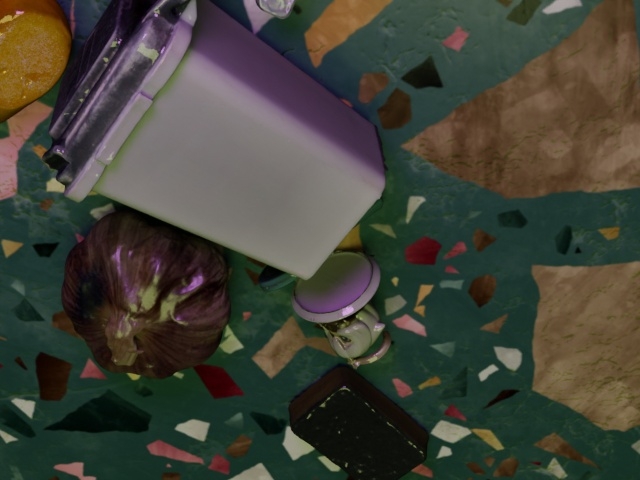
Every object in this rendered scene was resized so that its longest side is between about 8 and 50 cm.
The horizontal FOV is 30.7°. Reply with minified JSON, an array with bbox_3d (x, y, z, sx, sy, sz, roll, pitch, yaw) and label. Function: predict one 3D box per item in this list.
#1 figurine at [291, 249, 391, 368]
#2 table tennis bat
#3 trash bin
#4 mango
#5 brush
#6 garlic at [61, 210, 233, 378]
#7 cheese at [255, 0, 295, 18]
[{"bbox_3d":[0.045,0.104,1.601,0.132,0.132,0.154,-17,130,12],"label":"figurine"},{"bbox_3d":[0.000,0.000,1.542,0.201,0.124,0.033,-39,105,-1],"label":"table tennis bat"},{"bbox_3d":[-0.106,-0.145,1.388,0.367,0.256,0.296,29,115,-21],"label":"trash bin"},{"bbox_3d":[-0.393,-0.225,1.429,0.141,0.102,0.217,20,124,-32],"label":"mango"},{"bbox_3d":[0.058,0.284,1.728,0.197,0.059,0.123,41,113,-19],"label":"brush"},{"bbox_3d":[-0.238,0.083,1.565,0.244,0.160,0.245,3,113,7],"label":"garlic"},{"bbox_3d":[-0.012,-0.368,1.330,0.127,0.050,0.235,23,102,-21],"label":"cheese"}]
